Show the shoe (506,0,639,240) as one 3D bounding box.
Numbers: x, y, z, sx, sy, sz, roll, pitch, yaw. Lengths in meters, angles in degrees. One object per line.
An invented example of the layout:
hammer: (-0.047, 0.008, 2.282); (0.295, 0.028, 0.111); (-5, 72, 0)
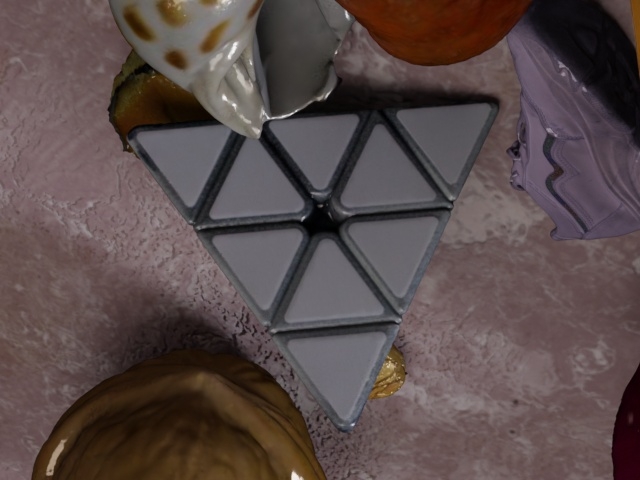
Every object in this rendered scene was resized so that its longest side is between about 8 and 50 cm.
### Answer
shoe: (0.199, -0.089, 1.586); (0.137, 0.095, 0.245); (-21, 125, 31)

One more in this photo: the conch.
conch: (-0.084, -0.220, 1.546); (0.148, 0.182, 0.275); (36, 141, 38)

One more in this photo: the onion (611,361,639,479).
onion: (0.380, 0.149, 1.498); (0.398, 0.398, 0.420); (-19, 149, 33)

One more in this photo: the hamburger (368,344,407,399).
hamburger: (0.040, 0.111, 1.851); (0.076, 0.044, 0.083); (-22, 120, 32)

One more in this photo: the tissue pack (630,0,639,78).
tissue pack: (0.377, -0.152, 1.431); (0.274, 0.145, 0.194); (1, 131, 19)

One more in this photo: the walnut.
walnut: (-0.130, 0.260, 1.868); (0.332, 0.333, 0.333); (11, 132, 12)

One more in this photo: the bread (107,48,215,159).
bread: (-0.114, -0.111, 1.705); (0.140, 0.069, 0.128); (29, 134, -10)

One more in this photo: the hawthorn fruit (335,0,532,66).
hawthorn fruit: (0.111, -0.252, 1.422); (0.243, 0.207, 0.207); (-25, 117, 20)

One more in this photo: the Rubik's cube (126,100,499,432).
Rubik's cube: (-0.001, 0.001, 1.667); (0.233, 0.228, 0.228); (12, 114, 39)
